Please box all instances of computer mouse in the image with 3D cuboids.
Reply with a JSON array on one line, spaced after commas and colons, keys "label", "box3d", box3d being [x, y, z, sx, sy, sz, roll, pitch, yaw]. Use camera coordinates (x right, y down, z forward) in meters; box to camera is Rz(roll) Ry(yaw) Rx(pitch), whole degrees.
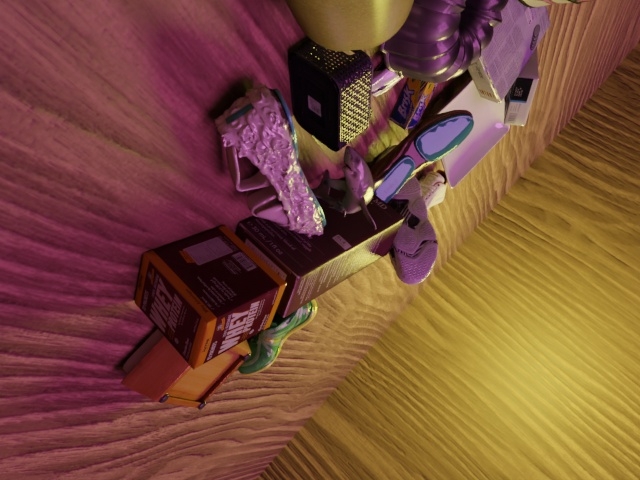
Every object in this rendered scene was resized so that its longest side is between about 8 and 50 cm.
[{"label": "computer mouse", "box3d": [0.137, -0.342, 1.186, 0.193, 0.042, 0.106, -50, 157, 2]}]

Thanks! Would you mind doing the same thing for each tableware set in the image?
[{"label": "tableware set", "box3d": [0.324, -0.337, 1.575, 0.168, 0.020, 0.141, -56, 156, 15]}]

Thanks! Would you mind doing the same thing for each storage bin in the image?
[{"label": "storage bin", "box3d": [0.018, -0.262, 0.985, 0.084, 0.122, 0.180, -41, 156, -21]}]

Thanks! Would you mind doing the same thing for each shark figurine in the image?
[{"label": "shark figurine", "box3d": [0.074, -0.108, 1.163, 0.116, 0.166, 0.278, -37, -174, -18]}]

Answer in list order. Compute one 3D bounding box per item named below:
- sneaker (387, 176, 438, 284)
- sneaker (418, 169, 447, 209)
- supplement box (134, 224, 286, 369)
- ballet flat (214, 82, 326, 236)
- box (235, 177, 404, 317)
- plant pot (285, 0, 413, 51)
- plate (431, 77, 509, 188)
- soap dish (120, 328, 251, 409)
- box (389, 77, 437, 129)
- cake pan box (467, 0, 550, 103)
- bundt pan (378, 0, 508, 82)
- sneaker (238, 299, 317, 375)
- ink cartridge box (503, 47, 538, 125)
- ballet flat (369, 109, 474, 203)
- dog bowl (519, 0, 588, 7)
[{"label": "sneaker", "box3d": [0.211, -0.006, 1.542, 0.137, 0.365, 0.210, 7, 144, -15]}, {"label": "sneaker", "box3d": [0.323, -0.157, 1.777, 0.290, 0.106, 0.123, -36, 146, -48]}, {"label": "supplement box", "box3d": [-0.209, 0.099, 1.048, 0.194, 0.191, 0.129, -24, 147, -45]}, {"label": "ballet flat", "box3d": [-0.093, -0.118, 1.025, 0.147, 0.147, 0.409, -44, 152, -14]}, {"label": "box", "box3d": [0.000, 0.000, 1.282, 0.381, 0.191, 0.143, -27, 149, -43]}, {"label": "plant pot", "box3d": [0.034, -0.377, 0.694, 0.276, 0.276, 0.254, -48, 169, -3]}, {"label": "plate", "box3d": [0.421, -0.332, 1.588, 0.278, 0.045, 0.277, -45, 136, -9]}, {"label": "soap dish", "box3d": [-0.291, 0.274, 1.273, 0.229, 0.118, 0.291, -47, 159, -7]}, {"label": "box", "box3d": [0.232, -0.353, 1.330, 0.059, 0.054, 0.169, -24, 146, -47]}, {"label": "cake pan box", "box3d": [0.439, -0.497, 1.318, 0.245, 0.070, 0.267, -60, 146, 0]}, {"label": "bundt pan", "box3d": [0.261, -0.457, 1.072, 0.331, 0.124, 0.331, -38, 147, -31]}, {"label": "sneaker", "box3d": [-0.143, 0.250, 1.567, 0.295, 0.109, 0.123, -48, 135, 1]}, {"label": "ink cartridge box", "box3d": [0.564, -0.496, 1.563, 0.165, 0.065, 0.332, 83, 19, -53]}, {"label": "ballet flat", "box3d": [0.232, -0.230, 1.435, 0.342, 0.124, 0.116, -43, 128, 5]}, {"label": "dog bowl", "box3d": [0.555, -0.686, 1.138, 0.408, 0.150, 0.408, -31, 136, -37]}]
